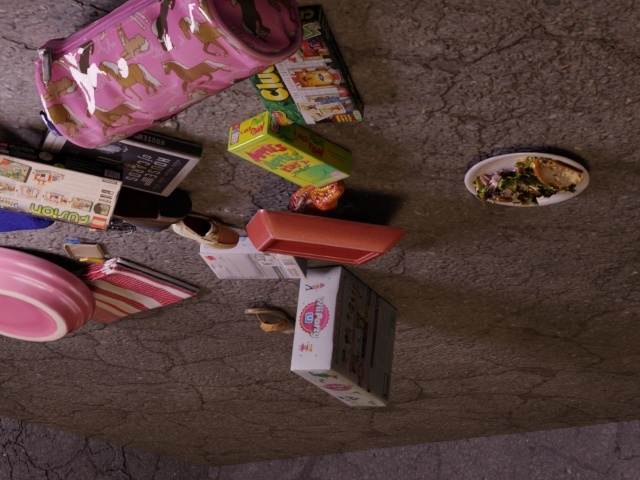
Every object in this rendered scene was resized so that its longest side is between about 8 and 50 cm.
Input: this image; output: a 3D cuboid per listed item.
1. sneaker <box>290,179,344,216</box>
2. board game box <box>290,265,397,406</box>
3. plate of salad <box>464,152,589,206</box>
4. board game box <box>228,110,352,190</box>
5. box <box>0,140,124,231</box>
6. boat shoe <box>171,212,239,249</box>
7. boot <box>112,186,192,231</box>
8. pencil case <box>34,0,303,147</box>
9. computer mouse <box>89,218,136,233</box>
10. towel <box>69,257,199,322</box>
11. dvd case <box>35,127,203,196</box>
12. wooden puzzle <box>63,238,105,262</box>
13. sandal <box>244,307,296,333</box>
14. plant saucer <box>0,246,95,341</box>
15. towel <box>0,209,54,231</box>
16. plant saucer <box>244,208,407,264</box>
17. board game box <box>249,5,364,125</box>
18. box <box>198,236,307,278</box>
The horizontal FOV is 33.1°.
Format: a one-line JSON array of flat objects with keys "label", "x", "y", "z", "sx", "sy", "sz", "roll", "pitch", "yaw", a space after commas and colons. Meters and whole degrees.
[{"label": "sneaker", "x": 0.006, "y": -0.078, "z": 1.827, "sx": 0.067, "sy": 0.064, "sz": 0.175, "roll": 4, "pitch": 168, "yaw": -21}, {"label": "board game box", "x": 0.057, "y": 0.210, "z": 2.296, "sx": 0.098, "sy": 0.224, "sz": 0.303, "roll": -4, "pitch": 156, "yaw": 26}, {"label": "plate of salad", "x": 0.334, "y": -0.089, "z": 1.747, "sx": 0.200, "sy": 0.048, "sz": 0.200, "roll": 3, "pitch": 158, "yaw": 1}, {"label": "board game box", "x": -0.046, "y": -0.139, "z": 1.696, "sx": 0.181, "sy": 0.043, "sz": 0.092, "roll": 24, "pitch": 151, "yaw": -39}, {"label": "box", "x": -0.437, "y": -0.087, "z": 1.762, "sx": 0.207, "sy": 0.036, "sz": 0.114, "roll": 13, "pitch": 127, "yaw": -17}, {"label": "boat shoe", "x": -0.210, "y": -0.017, "z": 2.012, "sx": 0.135, "sy": 0.050, "sz": 0.045, "roll": 15, "pitch": 161, "yaw": -24}, {"label": "boot", "x": -0.347, "y": -0.056, "z": 1.902, "sx": 0.219, "sy": 0.082, "sz": 0.106, "roll": 11, "pitch": 154, "yaw": -22}, {"label": "pencil case", "x": -0.198, "y": -0.238, "z": 1.341, "sx": 0.386, "sy": 0.160, "sz": 0.167, "roll": -17, "pitch": -175, "yaw": 41}, {"label": "computer mouse", "x": -0.414, "y": -0.058, "z": 1.966, "sx": 0.106, "sy": 0.042, "sz": 0.193, "roll": 4, "pitch": 164, "yaw": 12}, {"label": "towel", "x": -0.464, "y": 0.119, "z": 2.410, "sx": 0.329, "sy": 0.037, "sz": 0.237, "roll": -17, "pitch": 151, "yaw": 41}, {"label": "dvd case", "x": -0.334, "y": -0.140, "z": 1.766, "sx": 0.239, "sy": 0.029, "sz": 0.179, "roll": 14, "pitch": 156, "yaw": -22}, {"label": "wooden puzzle", "x": -0.482, "y": 0.019, "z": 2.200, "sx": 0.079, "sy": 0.014, "sz": 0.116, "roll": 2, "pitch": 158, "yaw": -6}, {"label": "sandal", "x": -0.110, "y": 0.194, "z": 2.509, "sx": 0.072, "sy": 0.049, "sz": 0.180, "roll": -8, "pitch": 155, "yaw": 28}, {"label": "plant saucer", "x": -0.660, "y": 0.129, "z": 2.336, "sx": 0.332, "sy": 0.084, "sz": 0.332, "roll": 9, "pitch": 151, "yaw": 5}, {"label": "towel", "x": -0.623, "y": -0.105, "z": 1.853, "sx": 0.228, "sy": 0.076, "sz": 0.308, "roll": -3, "pitch": 156, "yaw": 26}, {"label": "plant saucer", "x": 0.000, "y": 0.000, "z": 1.943, "sx": 0.258, "sy": 0.047, "sz": 0.259, "roll": 8, "pitch": 171, "yaw": -9}, {"label": "board game box", "x": -0.033, "y": -0.234, "z": 1.485, "sx": 0.136, "sy": 0.030, "sz": 0.259, "roll": 0, "pitch": 157, "yaw": 16}, {"label": "box", "x": -0.131, "y": 0.036, "z": 2.145, "sx": 0.186, "sy": 0.038, "sz": 0.145, "roll": -2, "pitch": 157, "yaw": 12}]
